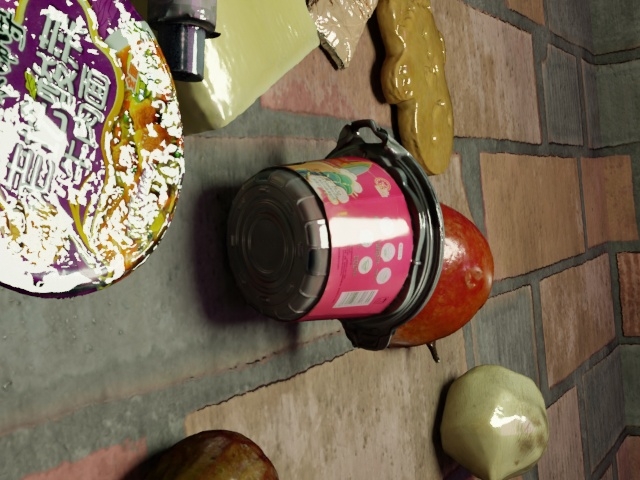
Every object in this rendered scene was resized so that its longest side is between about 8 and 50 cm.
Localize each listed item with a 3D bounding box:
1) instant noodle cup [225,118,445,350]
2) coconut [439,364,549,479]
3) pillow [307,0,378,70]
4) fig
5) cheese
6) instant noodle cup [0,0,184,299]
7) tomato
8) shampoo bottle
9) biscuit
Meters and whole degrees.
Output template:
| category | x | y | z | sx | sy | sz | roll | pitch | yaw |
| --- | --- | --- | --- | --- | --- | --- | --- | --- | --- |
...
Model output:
| category | x | y | z | sx | sy | sz | roll | pitch | yaw |
| --- | --- | --- | --- | --- | --- | --- | --- | --- | --- |
| instant noodle cup | 0.000 | 0.000 | 0.936 | 0.181 | 0.258 | 0.303 | -5 | 84 | -43 |
| coconut | 0.327 | 0.351 | 1.407 | 0.224 | 0.224 | 0.224 | 10 | 78 | -56 |
| pillow | 0.043 | -0.390 | 1.207 | 0.126 | 0.043 | 0.232 | 48 | 51 | -36 |
| fig | -0.136 | 0.293 | 0.745 | 0.274 | 0.145 | 0.170 | -3 | 88 | -71 |
| cheese | -0.138 | -0.288 | 0.845 | 0.242 | 0.123 | 0.266 | -54 | 129 | -44 |
| instant noodle cup | -0.258 | -0.077 | 0.580 | 0.251 | 0.190 | 0.251 | 10 | 77 | -56 |
| tomato | 0.197 | 0.040 | 1.267 | 0.309 | 0.170 | 0.309 | 10 | 78 | -57 |
| shampoo bottle | -0.128 | -0.259 | 0.709 | 0.072 | 0.072 | 0.214 | 1 | 91 | -56 |
| biscuit | 0.188 | -0.290 | 1.381 | 0.275 | 0.052 | 0.355 | -43 | 124 | -53 |
